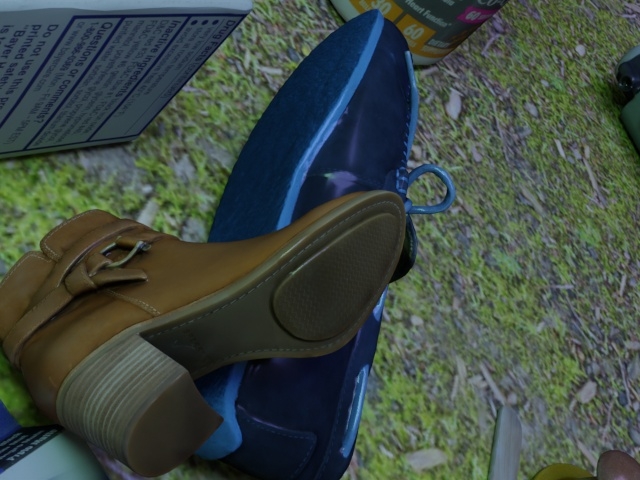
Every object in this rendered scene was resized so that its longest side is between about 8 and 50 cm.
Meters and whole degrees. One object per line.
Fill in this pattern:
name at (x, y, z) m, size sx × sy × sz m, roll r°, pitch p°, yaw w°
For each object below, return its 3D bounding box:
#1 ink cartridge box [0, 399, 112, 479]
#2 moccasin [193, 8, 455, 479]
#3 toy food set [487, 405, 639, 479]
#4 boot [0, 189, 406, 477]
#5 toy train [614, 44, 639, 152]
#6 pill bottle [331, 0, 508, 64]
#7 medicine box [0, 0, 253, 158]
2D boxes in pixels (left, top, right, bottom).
ink cartridge box at (-0.160, 0.173, 0.417) m, size 0.224 × 0.045 × 0.223 m, roll 53°, pitch 40°, yaw 3°
moccasin at (0.000, 0.000, 0.659) m, size 0.117 × 0.137 × 0.342 m, roll 36°, pitch 56°, yaw -24°
toy food set at (0.214, 0.212, 0.719) m, size 0.218 × 0.071 × 0.128 m, roll 42°, pitch 40°, yaw -10°
boot at (-0.067, 0.015, 0.517) m, size 0.197 × 0.152 × 0.073 m, roll -35°, pitch 131°, yaw -26°
toy train at (0.447, -0.083, 1.125) m, size 0.190 × 0.142 × 0.334 m, roll -5°, pitch 63°, yaw -34°
pill bottle at (0.136, -0.290, 0.870) m, size 0.162 × 0.278 × 0.162 m, roll 24°, pitch 47°, yaw -28°
medicine box at (-0.228, -0.183, 0.545) m, size 0.289 × 0.149 × 0.263 m, roll -15°, pitch 71°, yaw -48°
